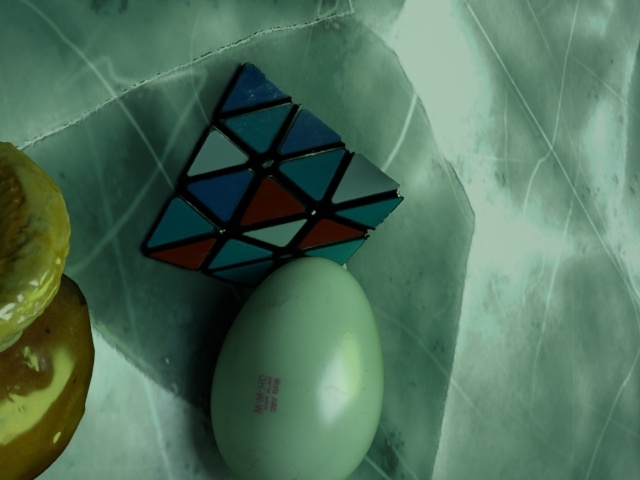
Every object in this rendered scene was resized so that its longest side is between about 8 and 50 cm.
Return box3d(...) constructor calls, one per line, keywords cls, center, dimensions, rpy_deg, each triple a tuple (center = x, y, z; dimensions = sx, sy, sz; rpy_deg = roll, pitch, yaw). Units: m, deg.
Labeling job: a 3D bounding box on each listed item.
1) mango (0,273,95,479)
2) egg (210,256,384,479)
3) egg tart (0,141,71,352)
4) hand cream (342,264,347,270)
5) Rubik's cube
box3d(cls="mango", center=(-0.308, 0.133, 1.638), dimensions=(0.201, 0.152, 0.287), rpy_deg=(49, 39, -8))
box3d(cls="egg", center=(-0.022, 0.148, 1.979), dimensions=(0.183, 0.183, 0.264), rpy_deg=(22, 74, -49))
box3d(cls="egg tart", center=(-0.353, 0.035, 1.518), dimensions=(0.319, 0.319, 0.128), rpy_deg=(-52, 153, -42))
box3d(cls="hand cream", center=(0.000, 0.000, 2.140), dimensions=(0.078, 0.050, 0.205), rpy_deg=(-44, 124, -58))
box3d(cls="Rubik's cube", center=(-0.061, 0.013, 2.039), dimensions=(0.250, 0.284, 0.234), rpy_deg=(-39, 143, -20))
